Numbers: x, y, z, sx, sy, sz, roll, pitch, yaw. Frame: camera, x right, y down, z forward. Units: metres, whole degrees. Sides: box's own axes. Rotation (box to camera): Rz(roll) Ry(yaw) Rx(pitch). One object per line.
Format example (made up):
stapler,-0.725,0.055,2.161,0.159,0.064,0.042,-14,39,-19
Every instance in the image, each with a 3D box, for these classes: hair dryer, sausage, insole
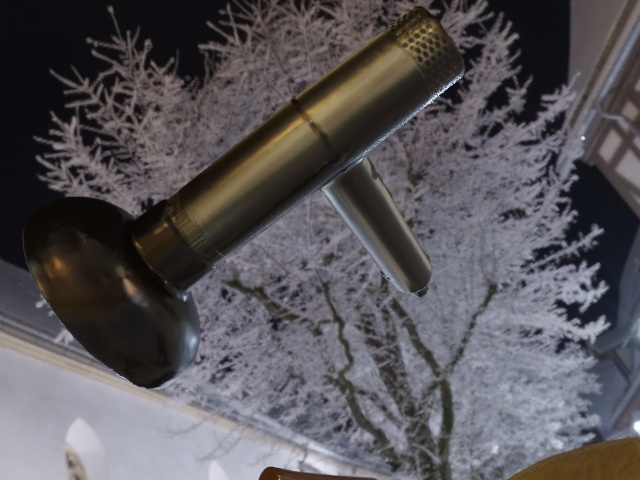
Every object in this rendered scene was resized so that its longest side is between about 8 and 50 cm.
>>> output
hair dryer,-0.007,0.018,0.517,0.320,0.156,0.284,-30,-57,-3
sausage,0.004,0.181,0.471,0.116,0.026,0.026,23,-55,-41
insole,0.127,0.203,0.463,0.248,0.011,0.081,-43,8,30
